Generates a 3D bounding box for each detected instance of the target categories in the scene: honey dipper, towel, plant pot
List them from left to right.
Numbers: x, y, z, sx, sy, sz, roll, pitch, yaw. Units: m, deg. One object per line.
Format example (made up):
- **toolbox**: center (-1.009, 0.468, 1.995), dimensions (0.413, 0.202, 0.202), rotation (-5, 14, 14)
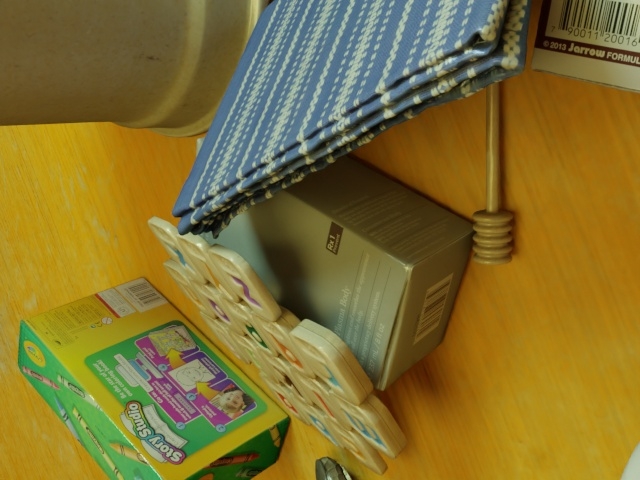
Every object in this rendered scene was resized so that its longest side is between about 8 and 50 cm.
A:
- **plant pot**: center (-0.268, -0.230, 0.662), dimensions (0.333, 0.305, 0.334), rotation (19, 118, 39)
- **towel**: center (0.021, -0.138, 0.497), dimensions (0.040, 0.243, 0.336), rotation (31, 151, -25)
- **honey dipper**: center (0.128, -0.062, 0.556), dimensions (0.030, 0.030, 0.161), rotation (11, 108, 41)

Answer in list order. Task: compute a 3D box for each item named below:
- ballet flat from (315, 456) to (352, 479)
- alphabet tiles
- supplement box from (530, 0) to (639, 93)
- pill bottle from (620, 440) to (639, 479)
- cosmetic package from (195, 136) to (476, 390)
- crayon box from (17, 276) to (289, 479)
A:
- **ballet flat**: center (0.054, 0.333, 0.758), dimensions (0.084, 0.058, 0.250), rotation (124, 126, -79)
- **alphabet tiles**: center (-0.042, 0.093, 0.677), dimensions (0.284, 0.021, 0.278), rotation (19, 146, 52)
- **supplement box**: center (0.184, -0.203, 0.374), dimensions (0.073, 0.130, 0.240), rotation (24, 120, 35)
- **pill bottle**: center (0.325, 0.164, 0.298), dimensions (0.363, 0.210, 0.210), rotation (-19, 92, 51)
- **cosmetic package**: center (0.000, 0.000, 0.646), dimensions (0.238, 0.107, 0.127), rotation (29, 127, 30)
- **crayon box**: center (-0.191, 0.169, 0.845), dimensions (0.278, 0.165, 0.081), rotation (38, 128, 28)
